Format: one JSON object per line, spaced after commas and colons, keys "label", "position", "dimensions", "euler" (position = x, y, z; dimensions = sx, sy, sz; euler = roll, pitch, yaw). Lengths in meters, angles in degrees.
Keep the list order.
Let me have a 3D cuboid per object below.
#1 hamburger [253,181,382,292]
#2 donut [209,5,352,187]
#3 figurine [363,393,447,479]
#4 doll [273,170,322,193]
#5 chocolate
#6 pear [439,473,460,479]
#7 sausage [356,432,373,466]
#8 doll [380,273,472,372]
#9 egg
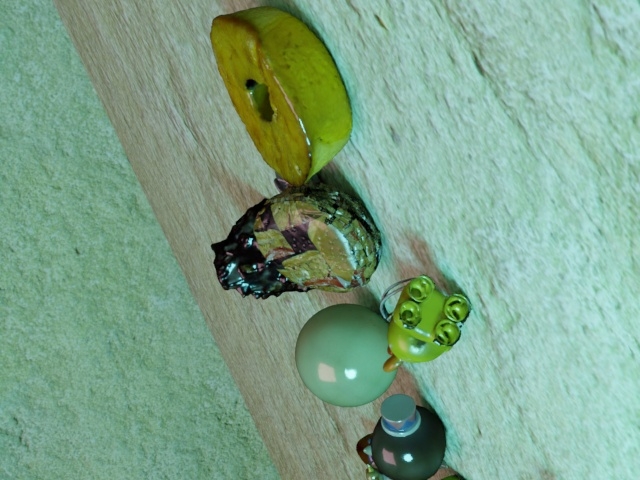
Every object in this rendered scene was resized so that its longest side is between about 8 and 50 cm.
{"label": "hamburger", "position": [0.000, 0.000, 1.911], "dimensions": [0.231, 0.107, 0.231], "euler": [24, 135, 26]}
{"label": "donut", "position": [-0.055, -0.231, 1.738], "dimensions": [0.303, 0.110, 0.303], "euler": [54, 163, 25]}
{"label": "figurine", "position": [0.163, 0.389, 2.147], "dimensions": [0.275, 0.161, 0.158], "euler": [98, -179, -60]}
{"label": "doll", "position": [-0.021, -0.081, 1.989], "dimensions": [0.195, 0.062, 0.104], "euler": [49, 163, 9]}
{"label": "chocolate", "position": [-0.138, 0.050, 2.364], "dimensions": [0.224, 0.177, 0.206], "euler": [52, 162, 28]}
{"label": "pear", "position": [0.235, 0.681, 2.169], "dimensions": [0.238, 0.318, 0.343], "euler": [39, 157, 60]}
{"label": "sausage", "position": [0.147, 0.451, 2.420], "dimensions": [0.103, 0.076, 0.302], "euler": [64, 163, 9]}
{"label": "doll", "position": [0.148, 0.133, 1.760], "dimensions": [0.135, 0.143, 0.221], "euler": [25, 164, -6]}
{"label": "egg", "position": [0.045, 0.209, 2.083], "dimensions": [0.189, 0.188, 0.253], "euler": [62, 169, -11]}
